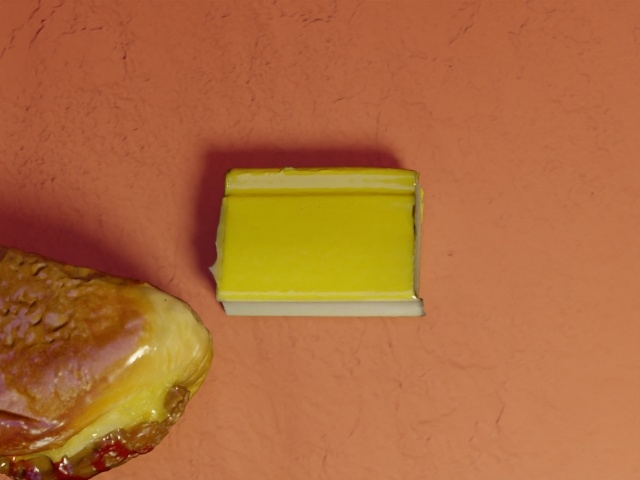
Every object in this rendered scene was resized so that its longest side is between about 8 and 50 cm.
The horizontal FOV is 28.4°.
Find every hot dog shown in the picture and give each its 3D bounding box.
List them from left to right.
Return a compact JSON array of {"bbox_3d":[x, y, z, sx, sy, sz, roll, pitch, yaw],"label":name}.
[{"bbox_3d":[-0.325,0.125,1.290,0.405,0.185,0.223,14,70,13],"label":"hot dog"}]

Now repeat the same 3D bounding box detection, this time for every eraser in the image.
[{"bbox_3d":[0.000,0.000,1.357,0.226,0.069,0.157,0,71,8],"label":"eraser"}]
